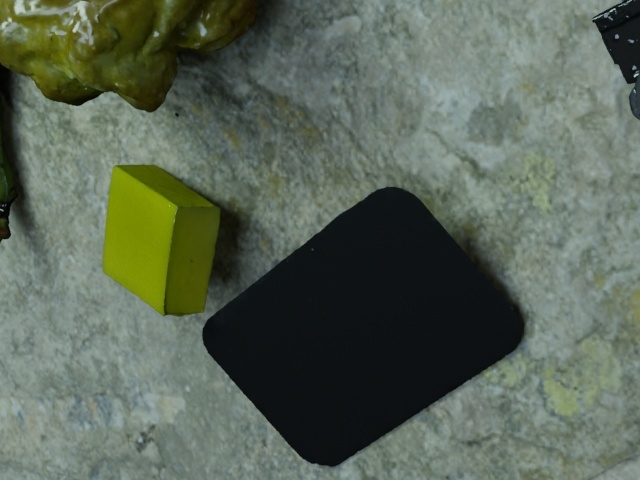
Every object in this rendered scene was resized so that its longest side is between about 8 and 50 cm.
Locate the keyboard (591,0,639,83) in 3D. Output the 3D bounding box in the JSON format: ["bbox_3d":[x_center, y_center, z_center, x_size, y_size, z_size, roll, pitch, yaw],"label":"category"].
[{"bbox_3d":[0.283,-0.171,1.274,0.195,0.018,0.060,-24,94,34],"label":"keyboard"}]

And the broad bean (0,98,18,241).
[{"bbox_3d":[-0.306,-0.144,1.631,0.075,0.067,0.325,9,109,62],"label":"broad bean"}]

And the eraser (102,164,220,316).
[{"bbox_3d":[-0.133,-0.001,1.526,0.122,0.045,0.097,29,115,54],"label":"eraser"}]

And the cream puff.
[{"bbox_3d":[-0.168,-0.215,1.443,0.244,0.196,0.244,-23,43,23],"label":"cream puff"}]

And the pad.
[{"bbox_3d":[-0.013,0.004,1.473,0.250,0.055,0.323,-36,80,33],"label":"pad"}]

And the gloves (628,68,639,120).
[{"bbox_3d":[0.320,-0.151,1.200,0.285,0.119,0.142,-35,61,36],"label":"gloves"}]
